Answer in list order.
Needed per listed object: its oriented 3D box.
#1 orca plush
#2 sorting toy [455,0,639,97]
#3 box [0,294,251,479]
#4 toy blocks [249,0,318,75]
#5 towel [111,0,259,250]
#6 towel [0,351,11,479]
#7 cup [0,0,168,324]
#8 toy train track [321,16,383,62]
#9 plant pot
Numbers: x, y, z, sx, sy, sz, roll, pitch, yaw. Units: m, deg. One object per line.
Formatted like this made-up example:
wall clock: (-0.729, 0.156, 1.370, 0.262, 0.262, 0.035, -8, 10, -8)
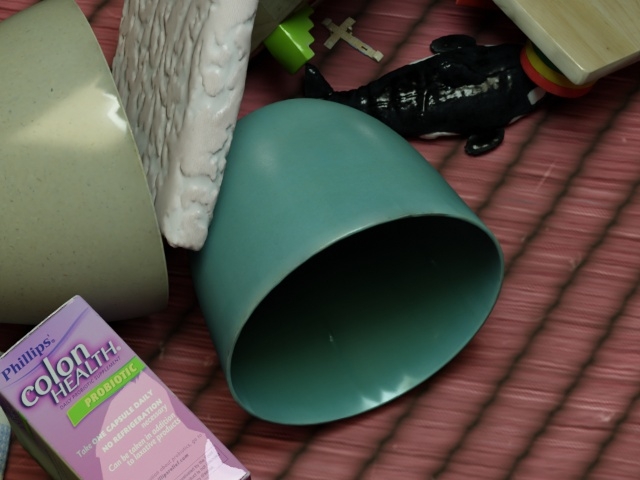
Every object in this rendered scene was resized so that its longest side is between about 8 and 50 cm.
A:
orca plush: (0.126, -0.185, 1.827, 0.287, 0.102, 0.151, 4, 65, 2)
sorting toy: (0.272, -0.278, 1.840, 0.255, 0.089, 0.257, -25, 65, -36)
box: (-0.182, 0.206, 1.580, 0.117, 0.213, 0.243, -42, 71, -17)
toy blocks: (0.010, -0.336, 1.789, 0.261, 0.381, 0.191, -42, 94, -29)
towel: (-0.136, -0.192, 1.626, 0.053, 0.317, 0.332, 6, 106, -22)
towel: (-0.407, 0.216, 1.625, 0.209, 0.034, 0.285, 20, 61, -31)
cup: (-0.314, -0.050, 1.628, 0.237, 0.331, 0.331, -18, 66, -13)
toy train track: (0.036, -0.231, 1.898, 0.083, 0.014, 0.048, 35, 70, 15)
plant pot: (0.000, 0.000, 1.651, 0.293, 0.293, 0.235, -22, 52, -10)
